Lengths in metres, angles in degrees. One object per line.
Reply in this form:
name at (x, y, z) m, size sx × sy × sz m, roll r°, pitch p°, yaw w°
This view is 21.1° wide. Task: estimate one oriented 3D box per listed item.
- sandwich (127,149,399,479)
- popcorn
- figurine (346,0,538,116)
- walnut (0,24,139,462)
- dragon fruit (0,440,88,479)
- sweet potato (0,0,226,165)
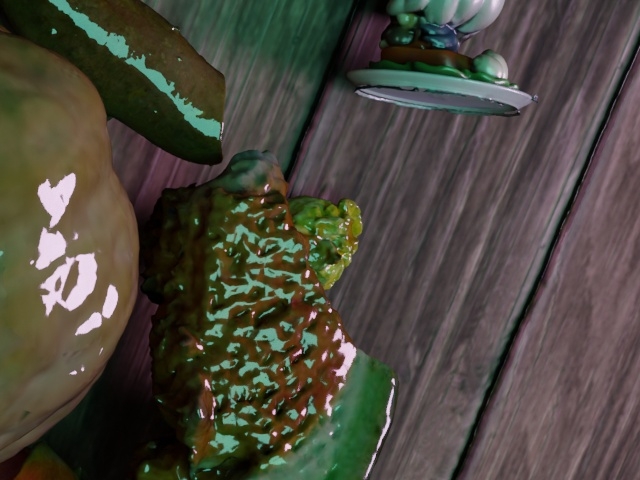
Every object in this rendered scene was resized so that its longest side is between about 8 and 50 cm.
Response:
sandwich at (-0.030, 0.092, 1.101) m, size 0.250 × 0.162 × 0.301 m, roll -39°, pitch 126°, yaw -64°
popcorn at (0.000, -0.003, 1.201) m, size 0.083 × 0.068 × 0.059 m, roll -11°, pitch 158°, yaw -43°
figurine at (0.092, -0.168, 1.171) m, size 0.132 × 0.132 × 0.154 m, roll 8°, pitch 89°, yaw -32°
walnut at (-0.275, 0.013, 0.901) m, size 0.344 × 0.306 × 0.306 m, roll -29°, pitch 119°, yaw -18°
dragon fruit at (-0.228, 0.210, 1.055) m, size 0.224 × 0.227 × 0.224 m, roll -12°, pitch 120°, yaw -21°
sweet potato at (-0.148, -0.136, 1.065) m, size 0.243 × 0.077 × 0.077 m, roll 40°, pitch 85°, yaw -24°
